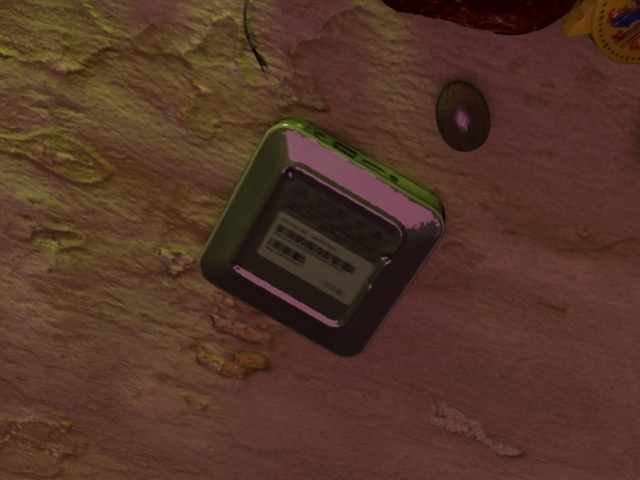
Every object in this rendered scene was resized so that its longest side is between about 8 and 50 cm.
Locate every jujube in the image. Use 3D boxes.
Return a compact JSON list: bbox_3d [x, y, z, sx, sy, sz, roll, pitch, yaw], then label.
[{"bbox_3d":[0.252,-0.446,1.382,0.342,0.216,0.216,8,116,14],"label":"jujube"}]

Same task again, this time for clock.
[{"bbox_3d":[0.553,-0.392,1.326,0.294,0.071,0.277,-4,140,-23],"label":"clock"}]

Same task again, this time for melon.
[{"bbox_3d":[0.259,-0.225,1.532,0.098,0.098,0.130,-10,110,15],"label":"melon"}]

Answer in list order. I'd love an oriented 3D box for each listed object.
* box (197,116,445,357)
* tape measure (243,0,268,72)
[{"bbox_3d":[-0.001,0.000,1.682,0.396,0.111,0.396,29,115,-3],"label":"box"},{"bbox_3d":[-0.057,-0.445,1.498,0.164,0.084,0.330,13,115,10],"label":"tape measure"}]
